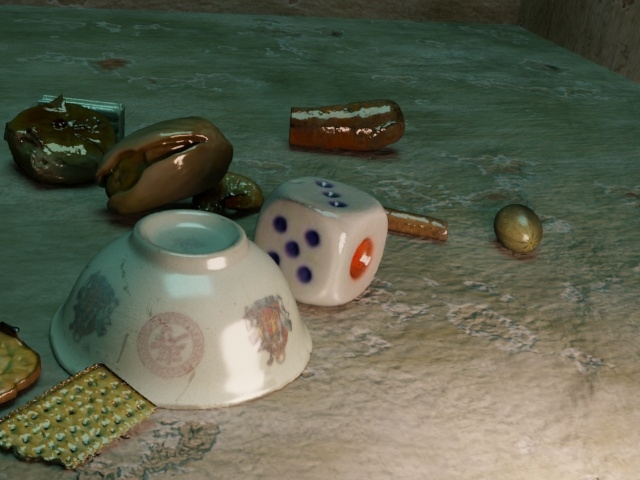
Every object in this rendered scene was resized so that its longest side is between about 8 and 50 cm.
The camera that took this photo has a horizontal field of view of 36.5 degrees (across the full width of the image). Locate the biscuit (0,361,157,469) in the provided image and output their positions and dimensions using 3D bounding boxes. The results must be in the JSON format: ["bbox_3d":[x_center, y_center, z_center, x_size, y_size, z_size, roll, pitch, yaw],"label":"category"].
[{"bbox_3d":[-0.340,0.249,1.347,0.144,0.016,0.203,31,40,26],"label":"biscuit"}]

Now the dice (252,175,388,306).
[{"bbox_3d":[0.000,0.000,1.781,0.192,0.194,0.193,23,25,27],"label":"dice"}]

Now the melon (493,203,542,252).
[{"bbox_3d":[0.426,-0.025,2.085,0.098,0.098,0.131,-2,33,-19],"label":"melon"}]

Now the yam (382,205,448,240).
[{"bbox_3d":[0.160,-0.042,2.103,0.241,0.057,0.057,14,26,9],"label":"yam"}]

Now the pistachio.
[{"bbox_3d":[-0.321,-0.154,2.010,0.288,0.197,0.166,-21,74,-5],"label":"pistachio"}]

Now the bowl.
[{"bbox_3d":[-0.217,0.072,1.580,0.434,0.196,0.435,7,25,-3],"label":"bowl"}]

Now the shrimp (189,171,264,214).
[{"bbox_3d":[-0.202,-0.086,2.091,0.152,0.063,0.287,19,23,-3],"label":"shrimp"}]

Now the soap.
[{"bbox_3d":[-0.573,-0.280,2.327,0.198,0.115,0.063,7,25,-2],"label":"soap"}]

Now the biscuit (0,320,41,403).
[{"bbox_3d":[-0.540,0.179,1.450,0.260,0.041,0.203,25,33,34],"label":"biscuit"}]

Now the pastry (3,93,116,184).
[{"bbox_3d":[-0.573,-0.227,2.175,0.235,0.121,0.257,-18,46,-37],"label":"pastry"}]

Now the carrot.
[{"bbox_3d":[0.068,-0.297,2.530,0.301,0.139,0.139,-1,25,-2],"label":"carrot"}]
